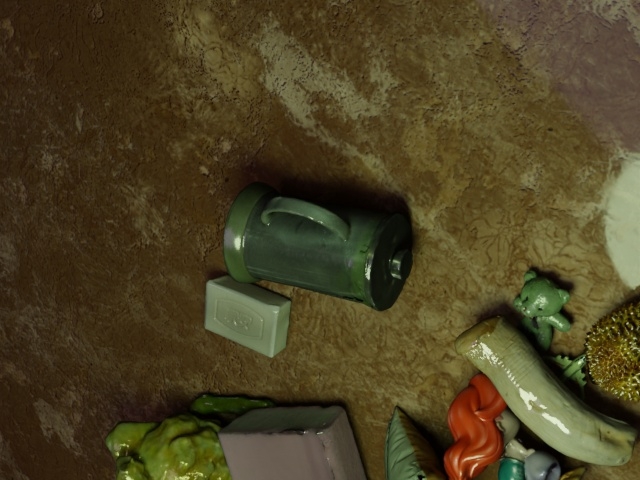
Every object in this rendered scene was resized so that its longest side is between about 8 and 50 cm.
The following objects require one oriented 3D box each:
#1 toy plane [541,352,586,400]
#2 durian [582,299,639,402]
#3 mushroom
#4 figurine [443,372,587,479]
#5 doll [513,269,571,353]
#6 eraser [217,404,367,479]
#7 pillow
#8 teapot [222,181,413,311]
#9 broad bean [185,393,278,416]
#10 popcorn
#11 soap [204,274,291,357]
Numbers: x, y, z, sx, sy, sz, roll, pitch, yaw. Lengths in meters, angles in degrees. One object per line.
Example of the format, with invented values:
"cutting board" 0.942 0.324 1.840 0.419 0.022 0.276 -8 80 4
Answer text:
"toy plane" 0.438 0.232 1.800 0.102 0.040 0.111 44 122 11
"durian" 0.516 0.188 1.686 0.168 0.137 0.158 -36 64 26
"mushroom" 0.385 0.265 1.758 0.351 0.095 0.123 41 87 13
"figurine" 0.322 0.383 1.829 0.257 0.181 0.208 43 102 13
"doll" 0.381 0.134 1.791 0.115 0.077 0.150 27 130 34
"eraser" -0.036 0.526 2.117 0.272 0.122 0.359 -8 106 30
"pillow" 0.193 0.507 1.915 0.119 0.312 0.310 -15 102 -2
"teapot" 0.000 0.000 1.885 0.337 0.200 0.270 12 155 26
"broad bean" -0.192 0.365 2.230 0.256 0.053 0.052 -3 141 32
"popcorn" -0.296 0.512 2.196 0.335 0.279 0.274 84 159 -46
"soap" -0.154 0.154 2.131 0.183 0.064 0.121 20 117 26
